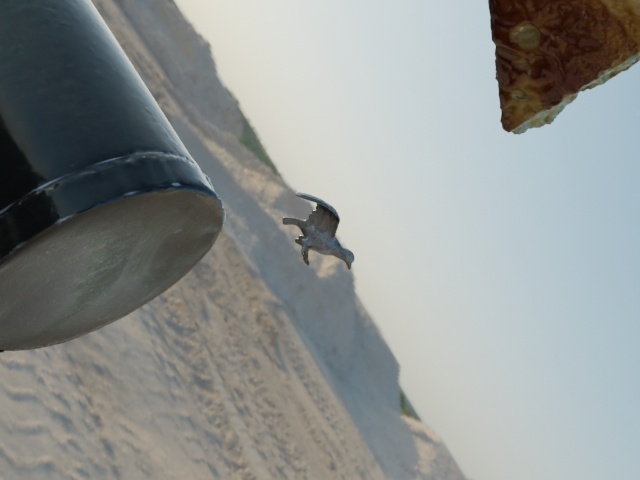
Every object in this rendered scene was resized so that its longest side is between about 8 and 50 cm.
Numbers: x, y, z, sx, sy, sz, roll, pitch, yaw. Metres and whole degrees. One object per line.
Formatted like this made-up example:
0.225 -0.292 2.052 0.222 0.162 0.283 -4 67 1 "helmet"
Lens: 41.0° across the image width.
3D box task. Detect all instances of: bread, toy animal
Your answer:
0.167 -0.167 0.633 0.154 0.054 0.136 -38 -98 46 "bread"
-0.001 0.000 0.520 0.050 0.028 0.084 60 -10 14 "toy animal"

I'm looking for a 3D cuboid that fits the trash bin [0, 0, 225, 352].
-0.235 -0.092 0.652 0.301 0.252 0.203 57 5 17 "trash bin"
